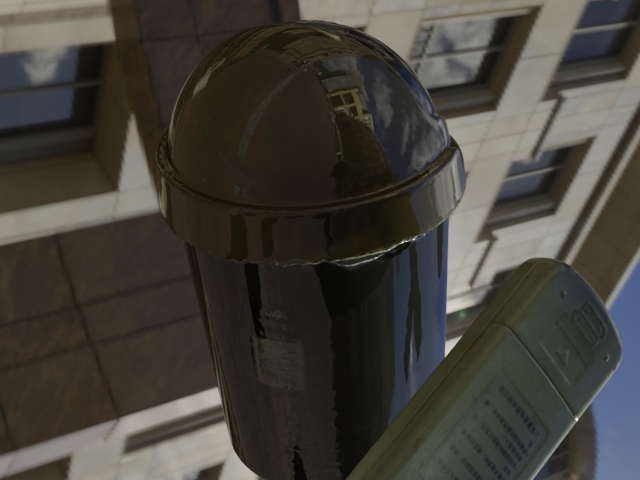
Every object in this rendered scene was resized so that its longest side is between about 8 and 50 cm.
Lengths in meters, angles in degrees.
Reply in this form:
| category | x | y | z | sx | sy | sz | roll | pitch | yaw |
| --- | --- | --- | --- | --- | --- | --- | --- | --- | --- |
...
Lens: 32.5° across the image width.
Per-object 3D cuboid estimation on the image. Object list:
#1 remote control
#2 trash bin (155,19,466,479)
| category | x | y | z | sx | sy | sz | roll | pitch | yaw |
| --- | --- | --- | --- | --- | --- | --- | --- | --- | --- |
| remote control | 0.091 | 0.118 | 0.650 | 0.098 | 0.233 | 0.038 | 51 | -21 | -25 |
| trash bin | 0.000 | 0.000 | 0.791 | 0.214 | 0.214 | 0.333 | 32 | -41 | 48 |
